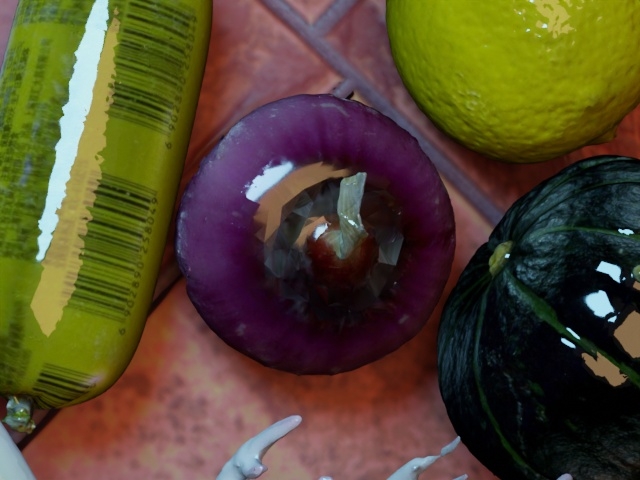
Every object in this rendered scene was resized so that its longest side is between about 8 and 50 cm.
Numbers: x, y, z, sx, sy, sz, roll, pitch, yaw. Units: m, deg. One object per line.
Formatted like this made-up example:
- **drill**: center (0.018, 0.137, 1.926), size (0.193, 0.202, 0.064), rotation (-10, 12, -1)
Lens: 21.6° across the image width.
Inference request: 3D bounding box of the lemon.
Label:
- **lemon**: center (0.127, -0.146, 1.071), size (0.178, 0.178, 0.203), rotation (-34, 91, -14)

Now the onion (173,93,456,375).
- **onion**: center (-0.002, -0.001, 1.042), size (0.177, 0.153, 0.177), rotation (-11, 128, -15)

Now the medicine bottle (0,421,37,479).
- **medicine bottle**: center (-0.325, 0.231, 0.909), size (0.388, 0.219, 0.219), rotation (-33, 92, -13)

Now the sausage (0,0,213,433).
- **sausage**: center (-0.145, -0.053, 1.026), size (0.123, 0.123, 0.347), rotation (14, 80, -11)

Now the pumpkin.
- **pumpkin**: center (0.168, 0.055, 1.039), size (0.162, 0.220, 0.220), rotation (38, 77, -14)

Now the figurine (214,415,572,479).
- **figurine**: center (0.008, 0.251, 0.962), size (0.206, 0.284, 0.315), rotation (-3, 90, -44)
